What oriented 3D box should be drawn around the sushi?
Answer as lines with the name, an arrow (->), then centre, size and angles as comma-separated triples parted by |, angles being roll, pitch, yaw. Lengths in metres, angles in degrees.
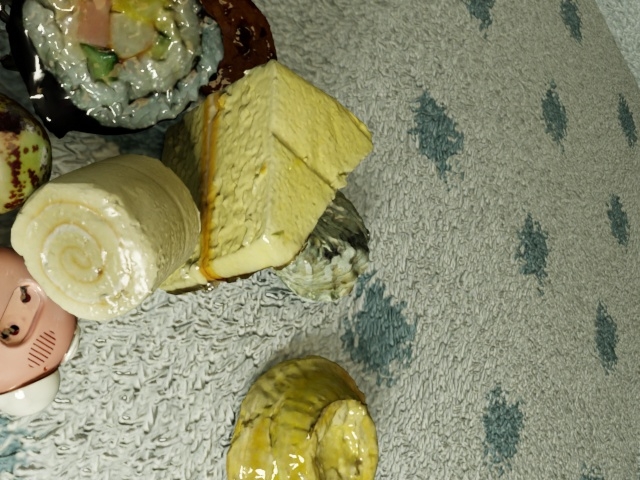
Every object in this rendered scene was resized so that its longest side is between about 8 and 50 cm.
sushi -> -0.252, -0.242, 0.721 | 0.225, 0.219, 0.238 | -26, 137, -26

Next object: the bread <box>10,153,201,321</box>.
bread -> -0.214, -0.010, 0.661 | 0.148, 0.134, 0.141 | 44, 22, -6

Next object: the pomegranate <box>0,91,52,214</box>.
pomegranate -> -0.334, -0.068, 0.611 | 0.138, 0.125, 0.163 | -5, 51, -9

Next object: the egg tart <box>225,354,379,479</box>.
egg tart -> 0.000, 0.308, 0.908 | 0.290, 0.115, 0.290 | 12, 74, -46

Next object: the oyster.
oyster -> 0.000, 0.000, 0.962 | 0.198, 0.112, 0.267 | 59, 28, -19

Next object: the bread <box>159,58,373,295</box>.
bread -> -0.077, -0.042, 0.797 | 0.198, 0.264, 0.235 | 22, 64, -37

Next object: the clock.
clock -> -0.314, 0.082, 0.641 | 0.162, 0.093, 0.165 | 36, 55, -39

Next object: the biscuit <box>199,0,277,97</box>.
biscuit -> -0.138, -0.292, 0.952 | 0.192, 0.049, 0.191 | 11, 74, -41
